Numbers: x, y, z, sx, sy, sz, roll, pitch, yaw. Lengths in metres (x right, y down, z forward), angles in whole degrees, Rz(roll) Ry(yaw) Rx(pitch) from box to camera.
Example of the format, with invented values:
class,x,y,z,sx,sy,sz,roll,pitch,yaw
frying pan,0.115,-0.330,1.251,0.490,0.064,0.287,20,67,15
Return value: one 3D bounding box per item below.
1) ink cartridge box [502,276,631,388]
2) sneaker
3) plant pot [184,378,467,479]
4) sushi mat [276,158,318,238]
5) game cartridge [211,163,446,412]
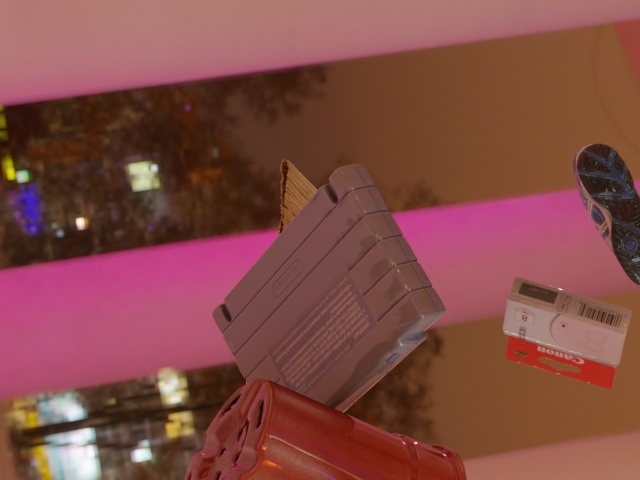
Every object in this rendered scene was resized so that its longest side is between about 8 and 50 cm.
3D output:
class,x,y,z,sx,sy,sz,roll,pitch,yaw
ink cartridge box,0.384,0.167,2.166,0.232,0.189,0.066,89,22,-48
sneaker,0.398,-0.038,1.795,0.211,0.080,0.081,64,1,-11
plant pot,-0.009,0.313,1.649,0.272,0.265,0.272,-49,-160,25
sushi mat,0.000,0.000,2.123,0.316,0.019,0.151,42,50,-60
game cartridge,0.003,0.095,1.752,0.230,0.068,0.355,58,-45,16
